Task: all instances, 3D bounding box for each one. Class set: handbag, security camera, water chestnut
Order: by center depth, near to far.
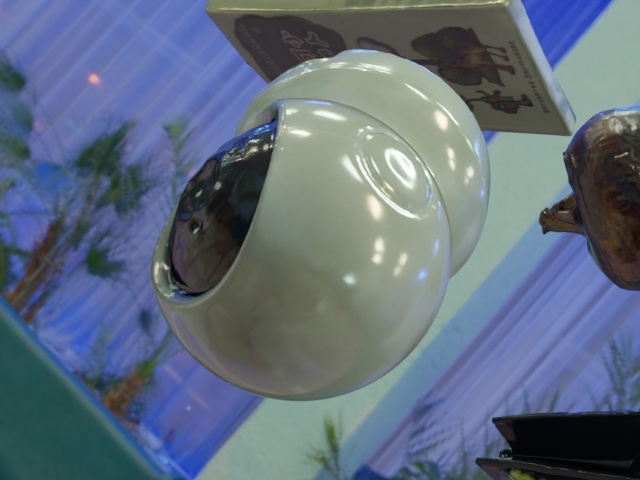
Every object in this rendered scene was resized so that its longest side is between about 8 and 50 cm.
[{"bbox_3d":[0.000,0.000,0.640,0.194,0.194,0.236,42,37,-7],"label":"security camera"},{"bbox_3d":[0.397,0.352,1.301,0.329,0.122,0.303,-9,-49,48],"label":"handbag"},{"bbox_3d":[0.535,-0.064,1.747,0.350,0.302,0.350,49,29,-40],"label":"water chestnut"}]

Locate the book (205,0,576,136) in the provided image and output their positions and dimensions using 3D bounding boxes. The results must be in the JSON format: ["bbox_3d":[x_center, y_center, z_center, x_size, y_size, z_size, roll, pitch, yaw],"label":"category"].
[{"bbox_3d":[0.080,-0.200,1.136,0.371,0.043,0.260,8,-20,32],"label":"book"}]

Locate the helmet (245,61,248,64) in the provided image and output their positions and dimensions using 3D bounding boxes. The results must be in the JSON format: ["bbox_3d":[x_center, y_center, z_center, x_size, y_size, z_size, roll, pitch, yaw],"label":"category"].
[{"bbox_3d":[-0.055,-0.253,1.328,0.084,0.049,0.065,4,17,-18],"label":"helmet"}]
